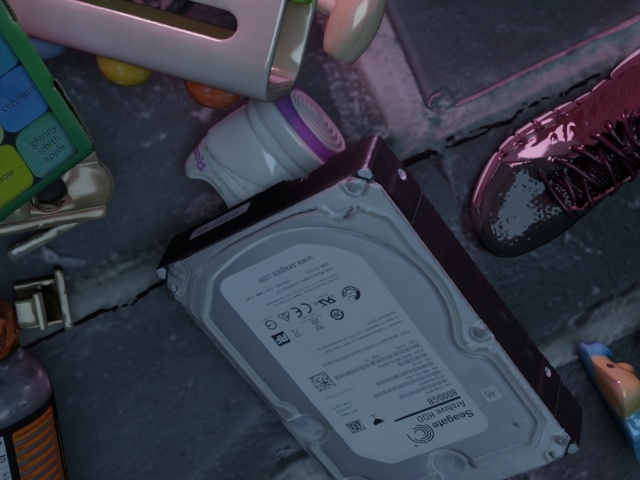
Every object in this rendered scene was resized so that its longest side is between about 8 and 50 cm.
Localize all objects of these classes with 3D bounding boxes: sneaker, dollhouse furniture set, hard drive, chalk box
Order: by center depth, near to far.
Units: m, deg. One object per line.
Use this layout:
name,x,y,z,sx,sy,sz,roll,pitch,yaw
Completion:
chalk box,-0.298,-0.097,1.010,0.180,0.289,0.179,-37,120,-15
dollhouse furniture set,-0.218,0.008,1.194,0.101,0.182,0.161,-10,99,-10
hard drive,0.046,0.093,1.237,0.237,0.064,0.339,-24,117,29
sneaker,0.266,-0.087,1.290,0.281,0.162,0.106,-43,103,-4
sneaker,0.000,0.000,1.293,0.152,0.114,0.305,-32,107,20

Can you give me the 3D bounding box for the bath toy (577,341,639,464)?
bath toy,0.433,0.085,1.371,0.348,0.151,0.129,-24,58,-6

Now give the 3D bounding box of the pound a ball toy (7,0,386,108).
pound a ball toy,-0.121,-0.194,1.198,0.319,0.208,0.136,17,102,8

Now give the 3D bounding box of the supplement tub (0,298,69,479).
supplement tub,-0.309,0.218,1.185,0.193,0.193,0.316,-9,103,-10
